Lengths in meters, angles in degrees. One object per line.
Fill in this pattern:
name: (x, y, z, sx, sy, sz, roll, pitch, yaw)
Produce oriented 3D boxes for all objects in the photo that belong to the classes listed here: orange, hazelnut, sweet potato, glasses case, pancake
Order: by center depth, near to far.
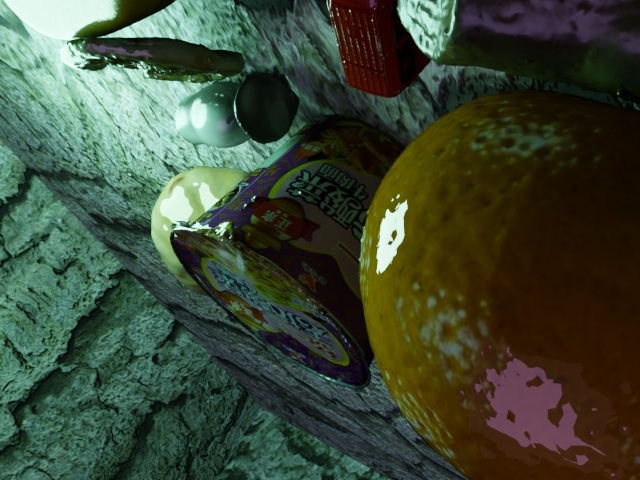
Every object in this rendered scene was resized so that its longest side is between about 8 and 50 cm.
sweet potato: (0.214, -0.171, 0.491, 0.369, 0.158, 0.158, 20, 154, 21)
orange: (0.231, 0.062, 0.575, 0.423, 0.326, 0.424, 18, -166, -5)
glasses case: (-0.277, -0.350, 0.858, 0.371, 0.141, 0.173, 11, 131, 47)
pancake: (-0.218, -0.238, 0.926, 0.253, 0.037, 0.253, 3, -172, 0)
hazelnut: (-0.187, -0.027, 1.306, 0.261, 0.241, 0.261, 10, 130, 12)

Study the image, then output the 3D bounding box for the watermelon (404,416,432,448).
watermelon: (0.230, 0.163, 0.934, 0.278, 0.279, 0.359, 38, -176, -5)

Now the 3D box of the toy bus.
toy bus: (0.054, -0.235, 0.661, 0.081, 0.089, 0.195, 24, 155, 27)

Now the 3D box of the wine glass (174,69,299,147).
wine glass: (-0.133, -0.189, 1.026, 0.222, 0.103, 0.103, 7, 144, 53)

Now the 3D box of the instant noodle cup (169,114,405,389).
instant noodle cup: (0.000, 0.000, 0.974, 0.339, 0.266, 0.340, 32, 159, 14)
